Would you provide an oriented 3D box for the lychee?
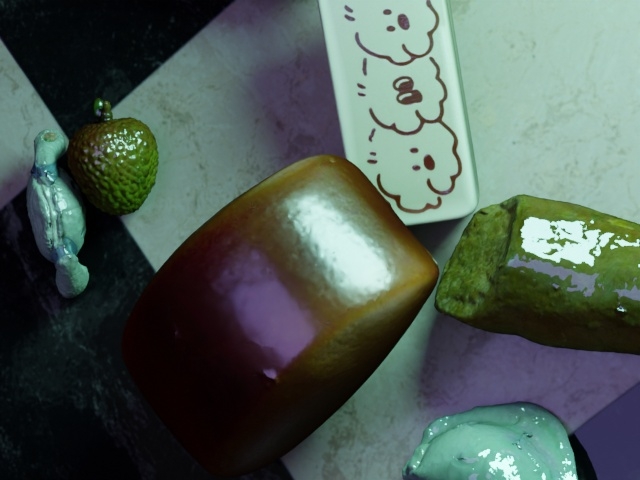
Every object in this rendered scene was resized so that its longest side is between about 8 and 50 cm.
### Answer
[{"bbox_3d":[-0.255,-0.102,1.917,0.114,0.114,0.146,-4,102,21],"label":"lychee"}]

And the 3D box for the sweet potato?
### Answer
[{"bbox_3d":[0.307,0.049,1.668,0.370,0.158,0.157,13,91,15],"label":"sweet potato"}]

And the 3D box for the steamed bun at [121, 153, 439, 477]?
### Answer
[{"bbox_3d":[-0.064,0.097,1.706,0.235,0.248,0.379,52,127,14],"label":"steamed bun"}]

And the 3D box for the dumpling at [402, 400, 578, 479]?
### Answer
[{"bbox_3d":[0.199,0.251,1.708,0.217,0.105,0.149,27,97,31],"label":"dumpling"}]

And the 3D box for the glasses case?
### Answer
[{"bbox_3d":[0.085,-0.185,1.746,0.144,0.076,0.336,-9,101,12],"label":"glasses case"}]

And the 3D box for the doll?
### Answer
[{"bbox_3d":[-0.328,-0.033,1.945,0.072,0.103,0.214,-8,90,-2],"label":"doll"}]
